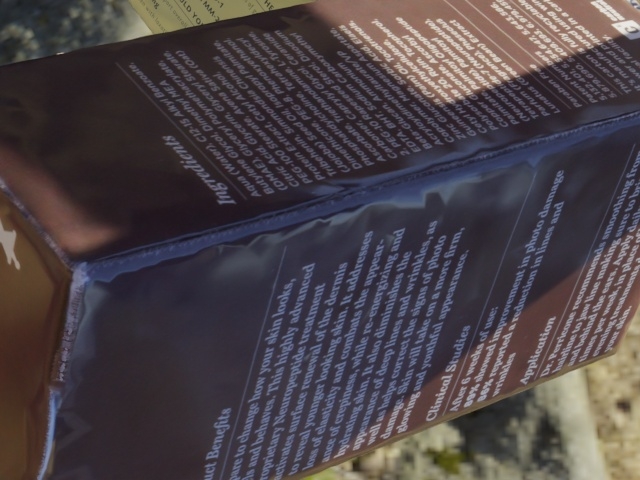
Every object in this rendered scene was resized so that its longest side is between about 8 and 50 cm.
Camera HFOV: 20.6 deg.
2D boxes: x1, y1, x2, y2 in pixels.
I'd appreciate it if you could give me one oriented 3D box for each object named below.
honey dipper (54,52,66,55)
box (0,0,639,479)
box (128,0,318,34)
[{"bbox_3d":[-0.227,-0.129,1.503,0.030,0.160,0.031,2,84,-15],"label":"honey dipper"},{"bbox_3d":[0.000,0.000,0.836,0.381,0.191,0.143,-18,49,-37],"label":"box"},{"bbox_3d":[-0.007,-0.197,1.061,0.117,0.243,0.213,-23,68,-38],"label":"box"}]
